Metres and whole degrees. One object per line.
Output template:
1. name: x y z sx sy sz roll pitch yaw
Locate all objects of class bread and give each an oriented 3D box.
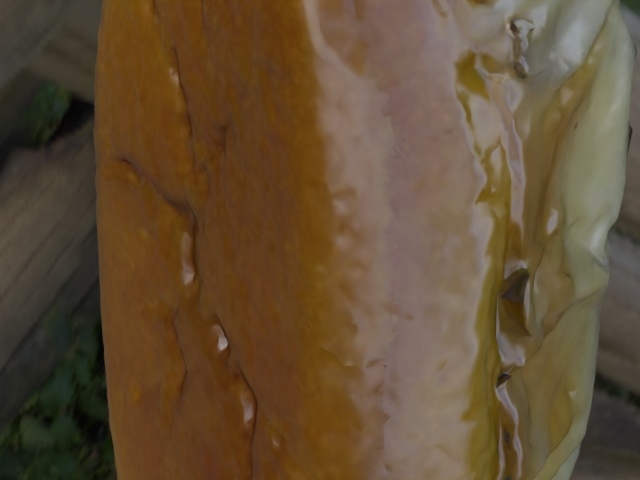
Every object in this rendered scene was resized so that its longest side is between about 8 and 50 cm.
1. bread: 0.009 0.000 0.794 0.183 0.236 0.389 -20 110 -42
